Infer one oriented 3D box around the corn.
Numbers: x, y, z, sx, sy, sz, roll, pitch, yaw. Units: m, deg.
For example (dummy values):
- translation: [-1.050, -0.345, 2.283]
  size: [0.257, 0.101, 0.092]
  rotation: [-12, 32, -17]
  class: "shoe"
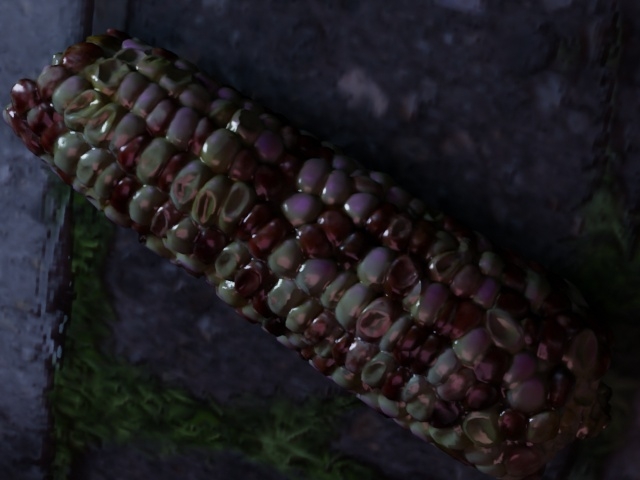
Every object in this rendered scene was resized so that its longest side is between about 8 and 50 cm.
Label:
- translation: [0.000, 0.000, 0.738]
  size: [0.280, 0.092, 0.092]
  rotation: [35, 126, -1]
  class: "corn"
